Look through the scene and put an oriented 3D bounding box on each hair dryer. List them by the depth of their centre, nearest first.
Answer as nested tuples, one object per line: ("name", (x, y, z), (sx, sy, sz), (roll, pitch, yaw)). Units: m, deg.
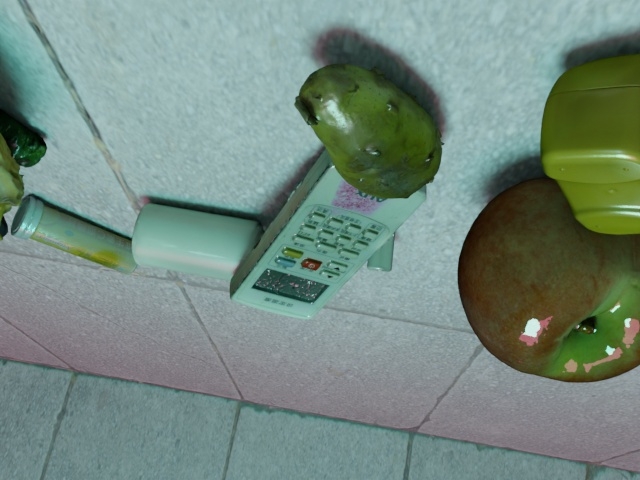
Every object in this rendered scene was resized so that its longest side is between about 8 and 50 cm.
("hair dryer", (0.096, 0.017, 1.106), (0.037, 0.063, 0.124), (7, 177, 6))

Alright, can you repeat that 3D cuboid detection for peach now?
("peach", (0.286, 0.041, 0.842), (0.252, 0.253, 0.252), (9, 157, 4))

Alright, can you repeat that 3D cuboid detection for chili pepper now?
("chili pepper", (-0.445, -0.164, 0.904), (0.098, 0.061, 0.224), (9, 160, 21))

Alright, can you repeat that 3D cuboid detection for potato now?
("potato", (0.057, -0.112, 0.745), (0.117, 0.090, 0.225), (-31, 147, 18))

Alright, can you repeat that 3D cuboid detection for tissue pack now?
("tissue pack", (0.285, -0.092, 0.667), (0.123, 0.127, 0.178), (2, 156, 38))

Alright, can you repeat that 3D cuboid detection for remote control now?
("remote control", (0.000, 0.001, 0.976), (0.145, 0.050, 0.344), (16, 140, -21))

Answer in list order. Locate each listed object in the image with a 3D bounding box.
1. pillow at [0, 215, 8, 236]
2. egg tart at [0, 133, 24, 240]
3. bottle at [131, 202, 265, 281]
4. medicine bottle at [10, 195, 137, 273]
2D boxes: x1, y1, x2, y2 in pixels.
("pillow", (-0.584, -0.038, 1.087), (0.161, 0.093, 0.335), (31, -179, -10))
("egg tart", (-0.523, -0.127, 0.803), (0.387, 0.169, 0.388), (27, 154, 15))
("bottle", (-0.166, 0.010, 1.124), (0.245, 0.104, 0.104), (10, 157, 3))
("medicine bottle", (-0.428, -0.004, 1.257), (0.218, 0.074, 0.074), (26, 153, -36))
